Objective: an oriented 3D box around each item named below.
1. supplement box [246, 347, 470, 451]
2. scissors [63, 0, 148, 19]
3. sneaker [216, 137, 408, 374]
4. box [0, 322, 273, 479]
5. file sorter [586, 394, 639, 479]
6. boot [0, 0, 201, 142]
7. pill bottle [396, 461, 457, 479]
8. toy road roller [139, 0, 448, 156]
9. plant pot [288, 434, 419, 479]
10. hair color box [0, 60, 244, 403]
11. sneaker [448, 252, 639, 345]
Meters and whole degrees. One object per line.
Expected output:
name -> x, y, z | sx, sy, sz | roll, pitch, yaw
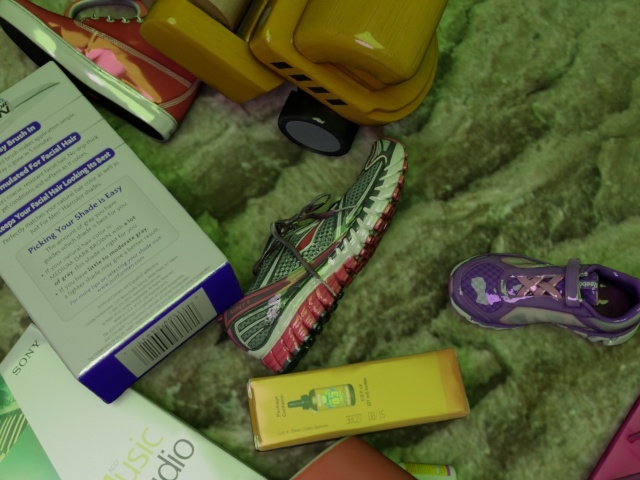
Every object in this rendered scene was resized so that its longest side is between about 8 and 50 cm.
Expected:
supplement box -> 0.038, 0.176, 0.892 | 0.234, 0.080, 0.078 | -7, 74, -8
scissors -> -0.171, -0.271, 1.027 | 0.297, 0.021, 0.109 | -8, 75, -6
sneaker -> 0.000, 0.000, 0.915 | 0.112, 0.121, 0.299 | 33, 76, 8
box -> -0.241, 0.268, 0.853 | 0.322, 0.058, 0.232 | 32, 75, 5
file sorter -> 0.424, 0.250, 0.825 | 0.202, 0.182, 0.290 | 40, 66, 7
boot -> -0.240, -0.254, 0.966 | 0.244, 0.088, 0.176 | 32, 78, -9
pill bottle -> 0.105, 0.266, 0.888 | 0.083, 0.043, 0.043 | 5, 74, -3
toy road roller -> -0.009, -0.257, 0.888 | 0.330, 0.241, 0.202 | 31, 72, -23
plant pot -> 0.047, 0.339, 0.765 | 0.275, 0.275, 0.243 | -42, 70, -14
hair color box -> -0.260, -0.016, 0.871 | 0.185, 0.110, 0.339 | -38, 69, -13
sneaker -> 0.268, 0.058, 0.929 | 0.237, 0.104, 0.095 | 9, 75, -1
